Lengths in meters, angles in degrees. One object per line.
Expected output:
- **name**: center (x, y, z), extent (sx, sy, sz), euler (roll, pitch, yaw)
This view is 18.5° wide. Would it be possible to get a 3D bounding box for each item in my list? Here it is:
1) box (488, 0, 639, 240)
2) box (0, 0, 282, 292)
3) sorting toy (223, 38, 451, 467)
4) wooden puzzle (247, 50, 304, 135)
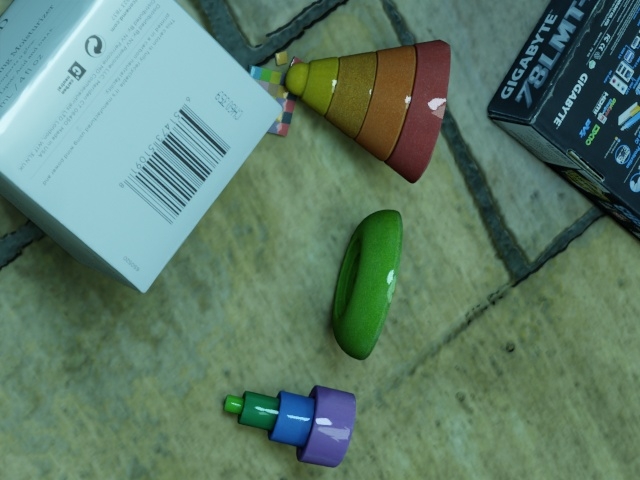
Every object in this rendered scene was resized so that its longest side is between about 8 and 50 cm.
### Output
- **box**: center (0.330, -0.158, 1.787), extent (0.293, 0.073, 0.296), euler (35, 82, -35)
- **box**: center (-0.160, -0.092, 1.451), extent (0.182, 0.119, 0.181), euler (43, 78, -33)
- **sorting toy**: center (0.000, 0.000, 1.607), extent (0.126, 0.127, 0.366), euler (14, 98, -9)
- **wooden puzzle**: center (-0.042, -0.114, 1.592), extent (0.049, 0.006, 0.083), euler (11, 96, -35)
